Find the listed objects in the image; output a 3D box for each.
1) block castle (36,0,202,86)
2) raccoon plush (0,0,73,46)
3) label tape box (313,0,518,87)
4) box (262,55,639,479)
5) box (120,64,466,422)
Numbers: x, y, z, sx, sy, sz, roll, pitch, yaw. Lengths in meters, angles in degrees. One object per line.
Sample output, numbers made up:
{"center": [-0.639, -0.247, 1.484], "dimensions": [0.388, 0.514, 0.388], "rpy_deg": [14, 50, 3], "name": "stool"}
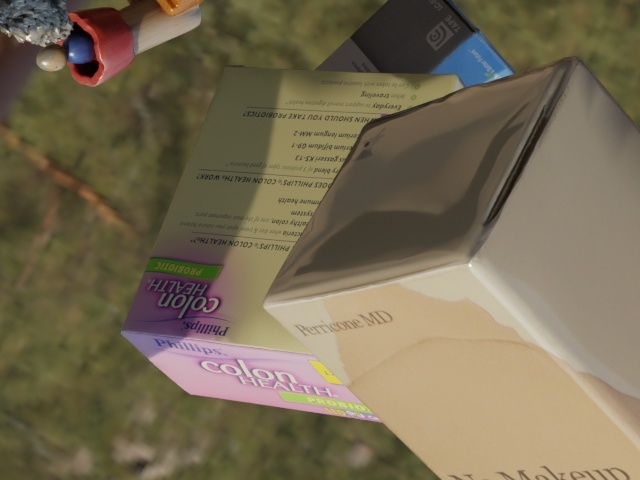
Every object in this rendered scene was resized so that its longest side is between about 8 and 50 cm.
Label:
{"center": [-0.224, -0.397, 1.988], "dimensions": [0.213, 0.303, 0.453], "rpy_deg": [-28, 166, -33], "name": "block castle"}
{"center": [-0.273, -0.265, 1.646], "dimensions": [0.446, 0.216, 0.299], "rpy_deg": [-106, -156, -67], "name": "raccoon plush"}
{"center": [0.046, -0.049, 1.744], "dimensions": [0.334, 0.106, 0.240], "rpy_deg": [-43, 143, 7], "name": "label tape box"}
{"center": [0.138, 0.073, 0.888], "dimensions": [0.311, 0.148, 0.121], "rpy_deg": [44, 56, -23], "name": "box"}
{"center": [0.000, 0.000, 1.470], "dimensions": [0.117, 0.213, 0.243], "rpy_deg": [49, 53, -49], "name": "box"}
